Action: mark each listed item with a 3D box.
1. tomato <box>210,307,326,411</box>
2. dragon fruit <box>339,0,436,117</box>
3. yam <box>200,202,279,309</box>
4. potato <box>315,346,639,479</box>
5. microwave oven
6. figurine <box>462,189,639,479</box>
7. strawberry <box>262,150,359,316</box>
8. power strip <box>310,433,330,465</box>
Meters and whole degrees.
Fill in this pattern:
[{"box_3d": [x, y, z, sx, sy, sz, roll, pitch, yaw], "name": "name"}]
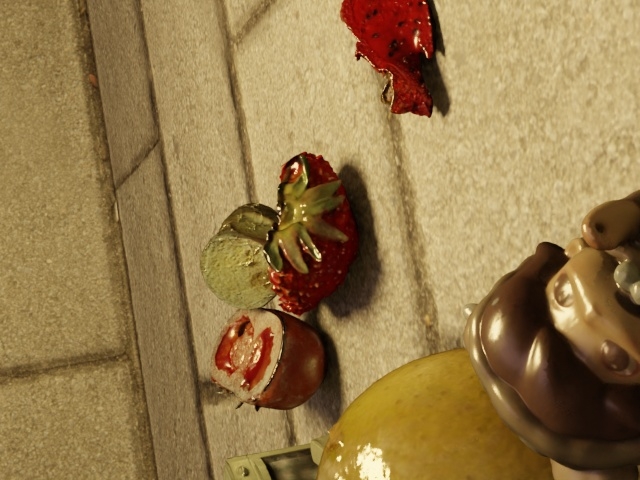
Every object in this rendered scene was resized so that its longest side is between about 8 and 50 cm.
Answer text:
[{"box_3d": [-0.072, 0.211, 1.948, 0.214, 0.155, 0.180, 27, 97, 58], "name": "tomato"}, {"box_3d": [0.116, -0.246, 1.482, 0.092, 0.122, 0.192, 31, -142, -66], "name": "dragon fruit"}, {"box_3d": [-0.124, 0.028, 1.958, 0.254, 0.154, 0.154, -80, -12, -76], "name": "yam"}, {"box_3d": [0.148, 0.341, 1.234, 0.385, 0.319, 0.442, 106, 152, -43], "name": "potato"}, {"box_3d": [-0.059, 0.439, 1.924, 0.129, 0.205, 0.163, -122, 33, -46], "name": "microwave oven"}, {"box_3d": [0.278, 0.056, 0.991, 0.248, 0.203, 0.380, 53, 133, 26], "name": "figurine"}, {"box_3d": [0.000, 0.000, 1.786, 0.306, 0.138, 0.233, 68, -153, -71], "name": "strawberry"}, {"box_3d": [0.071, 0.355, 1.745, 0.286, 0.080, 0.048, -164, 62, -65], "name": "power strip"}]
